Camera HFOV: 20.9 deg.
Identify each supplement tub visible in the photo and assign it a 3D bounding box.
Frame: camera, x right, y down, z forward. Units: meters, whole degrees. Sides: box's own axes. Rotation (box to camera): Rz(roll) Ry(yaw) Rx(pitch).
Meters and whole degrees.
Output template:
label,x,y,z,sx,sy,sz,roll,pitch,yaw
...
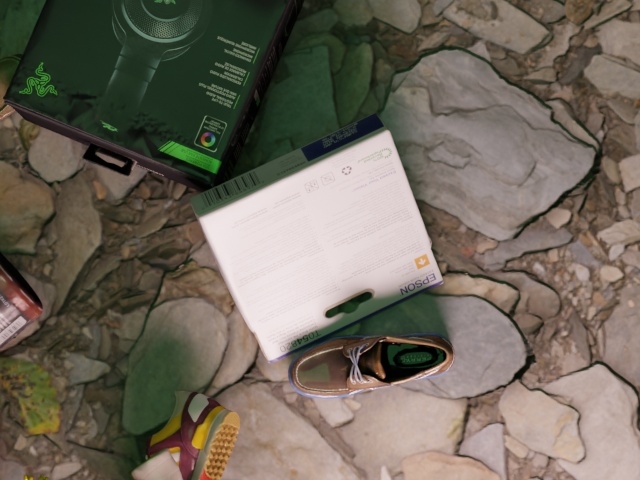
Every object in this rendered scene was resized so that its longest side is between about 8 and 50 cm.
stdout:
label,x,y,z,sx,sy,sz,roll,pitch,yaw
supplement tub,-0.403,0.099,1.862,0.198,0.106,0.106,-40,86,-3

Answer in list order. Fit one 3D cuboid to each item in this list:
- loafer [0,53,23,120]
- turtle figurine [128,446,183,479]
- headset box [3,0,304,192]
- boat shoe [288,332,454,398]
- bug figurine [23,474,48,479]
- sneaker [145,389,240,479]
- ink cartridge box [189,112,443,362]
label,x,y,z,sx,sy,sz,roll,pitch,yaw
loafer,-0.375,-0.151,1.912,0.148,0.050,0.056,-43,86,-3
turtle figurine,-0.136,0.359,1.792,0.198,0.274,0.266,-37,88,20
headset box,-0.177,-0.206,1.876,0.246,0.131,0.283,23,86,3
boat shoe,0.054,0.129,1.876,0.183,0.066,0.066,-12,84,-1
bug figurine,-0.373,0.327,1.842,0.216,0.072,0.279,19,89,18
sneaker,-0.157,0.253,1.873,0.084,0.069,0.186,25,89,25
ink cartridge box,0.000,0.000,1.860,0.223,0.045,0.224,-24,127,-3
